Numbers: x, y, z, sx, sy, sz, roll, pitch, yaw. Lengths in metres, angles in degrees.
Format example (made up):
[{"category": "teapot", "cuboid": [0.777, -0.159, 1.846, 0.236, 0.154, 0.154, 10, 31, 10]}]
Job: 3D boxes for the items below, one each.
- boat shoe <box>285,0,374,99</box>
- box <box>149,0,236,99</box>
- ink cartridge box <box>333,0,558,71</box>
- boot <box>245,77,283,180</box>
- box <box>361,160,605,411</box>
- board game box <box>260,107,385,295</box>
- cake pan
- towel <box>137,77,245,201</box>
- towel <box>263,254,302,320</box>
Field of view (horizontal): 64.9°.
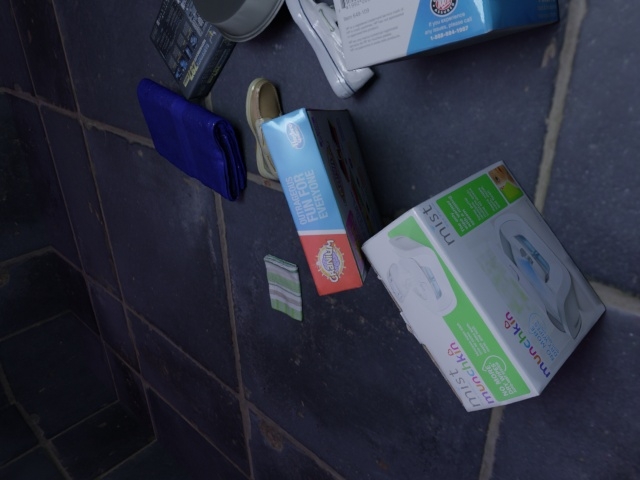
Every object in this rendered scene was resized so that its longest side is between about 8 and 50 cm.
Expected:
[{"category": "boat shoe", "cuboid": [0.018, -0.347, 0.838, 0.076, 0.083, 0.226, -29, 87, 23]}, {"category": "box", "cuboid": [-0.276, -0.453, 1.098, 0.183, 0.059, 0.232, 58, 139, 7]}, {"category": "ink cartridge box", "cuboid": [0.134, -0.366, 0.591, 0.198, 0.197, 0.270, 3, 112, 45]}, {"category": "boot", "cuboid": [-0.063, -0.205, 0.988, 0.165, 0.077, 0.213, 23, 131, 39]}, {"category": "box", "cuboid": [0.224, 0.054, 0.696, 0.262, 0.231, 0.127, 58, 140, 7]}, {"category": "board game box", "cuboid": [0.024, -0.081, 0.789, 0.064, 0.316, 0.242, -16, 99, 16]}, {"category": "cake pan", "cuboid": [-0.145, -0.502, 0.871, 0.293, 0.054, 0.293, 5, 96, 46]}, {"category": "towel", "cuboid": [-0.305, -0.247, 1.205, 0.308, 0.076, 0.228, 32, 145, 30]}, {"category": "towel", "cuboid": [-0.091, 0.117, 1.234, 0.113, 0.023, 0.152, 19, 124, 41]}]
